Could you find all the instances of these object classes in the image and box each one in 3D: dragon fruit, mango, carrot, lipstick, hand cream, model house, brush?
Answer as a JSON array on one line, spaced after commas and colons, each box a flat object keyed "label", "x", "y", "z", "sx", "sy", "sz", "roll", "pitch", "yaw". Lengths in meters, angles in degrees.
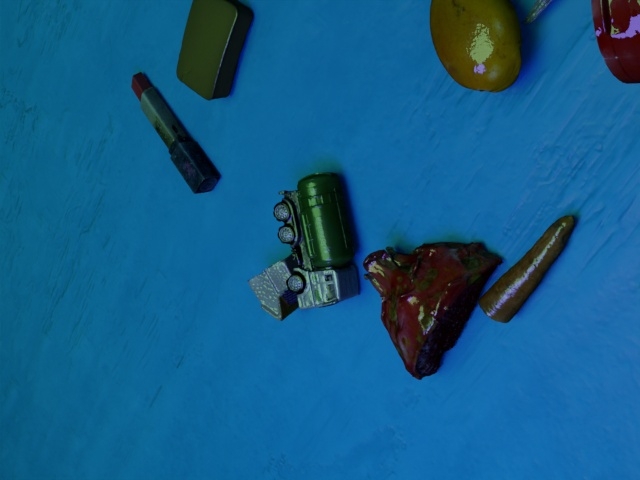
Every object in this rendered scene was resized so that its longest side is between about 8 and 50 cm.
[{"label": "dragon fruit", "x": 0.150, "y": 0.095, "z": 1.591, "sx": 0.211, "sy": 0.134, "sz": 0.262, "roll": 42, "pitch": 125, "yaw": 34}, {"label": "mango", "x": 0.228, "y": -0.326, "z": 1.433, "sx": 0.141, "sy": 0.102, "sz": 0.217, "roll": 136, "pitch": 122, "yaw": -67}, {"label": "carrot", "x": 0.330, "y": 0.039, "z": 1.473, "sx": 0.061, "sy": 0.061, "sz": 0.209, "roll": 48, "pitch": 124, "yaw": 22}, {"label": "lipstick", "x": -0.317, "y": -0.230, "z": 1.979, "sx": 0.312, "sy": 0.051, "sz": 0.051, "roll": 53, "pitch": 131, "yaw": 20}, {"label": "hand cream", "x": 0.446, "y": -0.308, "z": 1.173, "sx": 0.149, "sy": 0.230, "sz": 0.230, "roll": 3, "pitch": 102, "yaw": 38}, {"label": "model house", "x": -0.064, "y": 0.088, "z": 1.811, "sx": 0.101, "sy": 0.088, "sz": 0.100, "roll": -33, "pitch": 88, "yaw": 28}, {"label": "brush", "x": -0.208, "y": -0.381, "z": 1.841, "sx": 0.123, "sy": 0.059, "sz": 0.197, "roll": 39, "pitch": 123, "yaw": 32}]

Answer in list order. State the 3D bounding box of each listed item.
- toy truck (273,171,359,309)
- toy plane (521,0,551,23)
[{"label": "toy truck", "x": 0.000, "y": 0.000, "z": 1.724, "sx": 0.125, "sy": 0.101, "sz": 0.242, "roll": -10, "pitch": 91, "yaw": 31}, {"label": "toy plane", "x": 0.344, "y": -0.415, "z": 1.347, "sx": 0.226, "sy": 0.058, "sz": 0.225, "roll": 21, "pitch": 112, "yaw": 33}]
